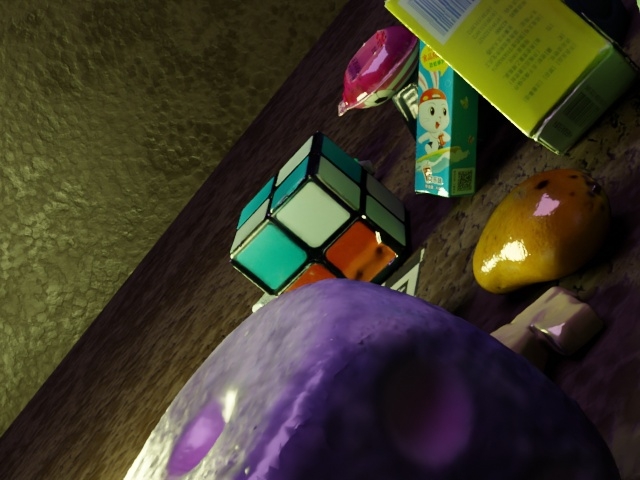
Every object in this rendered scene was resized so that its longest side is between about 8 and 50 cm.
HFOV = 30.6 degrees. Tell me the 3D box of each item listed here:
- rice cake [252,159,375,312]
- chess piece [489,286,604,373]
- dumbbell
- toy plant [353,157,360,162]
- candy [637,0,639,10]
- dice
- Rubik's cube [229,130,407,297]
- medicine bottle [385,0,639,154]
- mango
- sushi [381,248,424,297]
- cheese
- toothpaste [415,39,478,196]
[{"bbox_3d":[0.000,0.000,1.820,0.066,0.063,0.336,-21,30,48],"label":"rice cake"},{"bbox_3d":[0.158,0.116,1.024,0.200,0.090,0.090,-41,13,-8],"label":"chess piece"},{"bbox_3d":[0.239,-0.241,1.529,0.325,0.144,0.160,-36,22,47],"label":"dumbbell"},{"bbox_3d":[-0.016,-0.076,1.989,0.200,0.105,0.143,-30,31,27],"label":"toy plant"},{"bbox_3d":[0.391,-0.285,1.259,0.119,0.119,0.440,-45,4,21],"label":"candy"},{"bbox_3d":[0.021,0.207,0.794,0.270,0.271,0.270,-58,16,-26],"label":"dice"},{"bbox_3d":[0.000,-0.012,1.604,0.183,0.180,0.167,-48,13,19],"label":"Rubik's cube"},{"bbox_3d":[0.215,-0.228,1.308,0.141,0.250,0.137,-47,-22,13],"label":"medicine bottle"},{"bbox_3d":[0.213,-0.009,1.140,0.115,0.090,0.178,-64,10,-22],"label":"mango"},{"bbox_3d":[0.004,0.222,1.234,0.343,0.064,0.359,-44,17,32],"label":"sushi"},{"bbox_3d":[0.107,-0.259,1.559,0.244,0.062,0.155,-46,17,15],"label":"cheese"},{"bbox_3d":[0.161,-0.189,1.474,0.065,0.050,0.266,15,107,50],"label":"toothpaste"}]
